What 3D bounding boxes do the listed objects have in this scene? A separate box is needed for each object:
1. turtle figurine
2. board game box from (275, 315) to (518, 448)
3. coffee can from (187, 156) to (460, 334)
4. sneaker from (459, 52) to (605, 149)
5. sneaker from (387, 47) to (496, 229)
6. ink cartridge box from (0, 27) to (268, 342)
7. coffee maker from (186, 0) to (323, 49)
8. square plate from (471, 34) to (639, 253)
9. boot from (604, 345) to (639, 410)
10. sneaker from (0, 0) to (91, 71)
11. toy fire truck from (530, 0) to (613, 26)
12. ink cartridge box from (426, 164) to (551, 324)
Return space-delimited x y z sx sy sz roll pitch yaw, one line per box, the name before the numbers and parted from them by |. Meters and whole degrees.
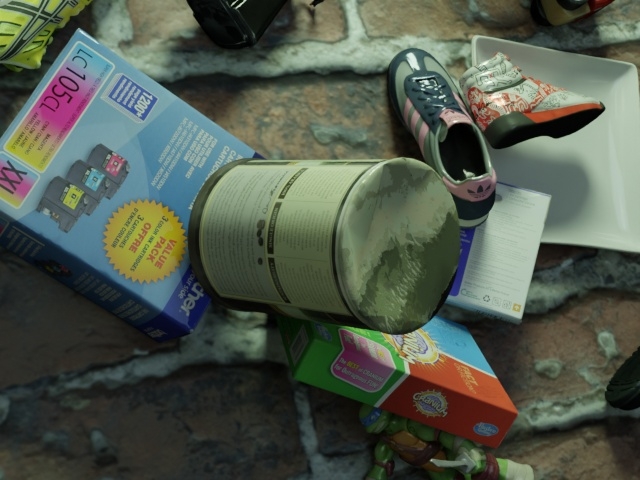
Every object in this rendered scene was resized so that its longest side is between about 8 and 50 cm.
turtle figurine | 0.161 0.348 1.440 0.266 0.274 0.198 29 104 -22
board game box | 0.095 0.153 1.425 0.316 0.242 0.064 22 109 -20
coffee can | 0.000 0.000 1.237 0.201 0.275 0.201 -4 96 -43
sneaker | 0.339 -0.237 1.633 0.270 0.090 0.145 -14 69 -38
sneaker | 0.192 -0.183 1.549 0.112 0.131 0.319 -18 68 -10
ink cartridge box | -0.236 -0.047 1.358 0.395 0.151 0.270 35 68 -17
coffee maker | -0.089 -0.366 1.500 0.171 0.120 0.178 40 67 -14
square plate | 0.398 -0.154 1.722 0.347 0.049 0.344 5 78 -24
boot | 0.612 0.258 1.714 0.246 0.094 0.207 -41 94 -31
sneaker | -0.398 -0.314 1.361 0.385 0.145 0.147 -34 126 -28
toy fire truck | 0.464 -0.502 1.781 0.246 0.158 0.217 -20 88 -16
ink cartridge box | 0.234 0.003 1.577 0.206 0.045 0.208 16 75 4
